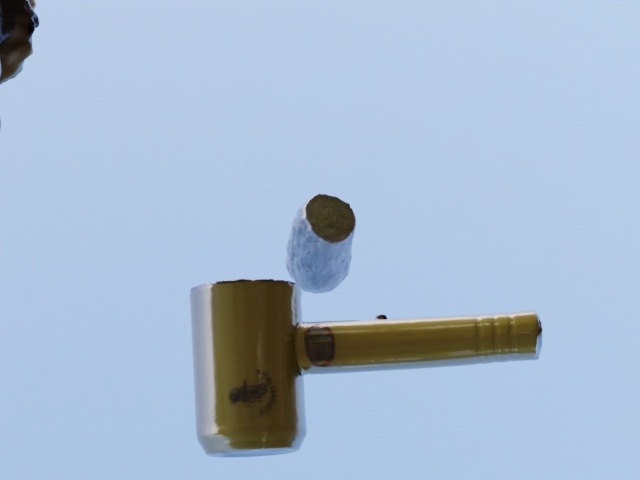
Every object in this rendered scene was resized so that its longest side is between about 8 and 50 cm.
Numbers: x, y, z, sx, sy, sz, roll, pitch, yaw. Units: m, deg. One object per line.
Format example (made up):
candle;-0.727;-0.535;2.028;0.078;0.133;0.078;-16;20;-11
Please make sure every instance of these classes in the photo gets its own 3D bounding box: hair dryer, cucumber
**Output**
hair dryer;0.037;0.096;1.192;0.278;0.090;0.135;-4;-103;2
cucumber;0.000;0.001;1.400;0.064;0.112;0.064;2;-122;-3

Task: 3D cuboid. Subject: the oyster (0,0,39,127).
oyster;-0.196;-0.170;0.905;0.094;0.166;0.294;-7;-118;14
